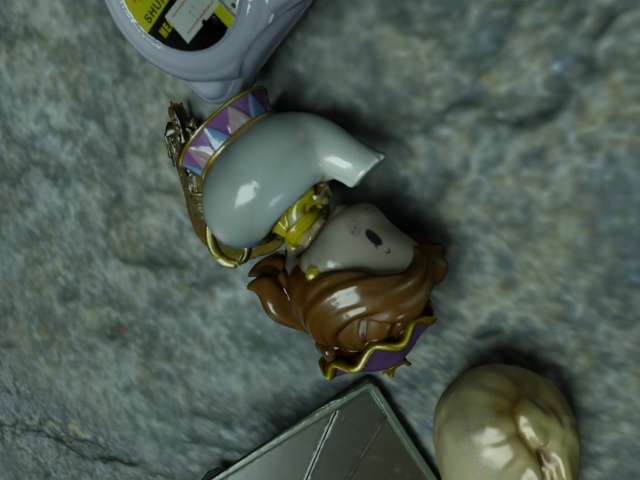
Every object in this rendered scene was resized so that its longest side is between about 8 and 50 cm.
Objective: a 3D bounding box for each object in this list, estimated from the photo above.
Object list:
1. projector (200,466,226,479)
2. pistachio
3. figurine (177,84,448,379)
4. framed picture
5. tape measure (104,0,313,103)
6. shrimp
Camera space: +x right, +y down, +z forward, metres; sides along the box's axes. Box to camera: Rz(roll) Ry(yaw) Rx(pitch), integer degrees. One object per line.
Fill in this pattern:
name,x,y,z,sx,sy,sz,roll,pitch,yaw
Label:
projector,-0.060,0.424,0.842,0.191,0.099,0.257,-1,114,29
pistachio,0.164,0.198,0.593,0.145,0.117,0.201,-133,30,-52
figurine,0.000,0.000,0.562,0.263,0.142,0.189,49,124,2
framed picture,-0.004,0.288,0.701,0.259,0.023,0.189,-34,96,3
tape measure,-0.085,-0.224,0.528,0.178,0.105,0.196,48,129,-9
shrimp,-0.091,-0.056,0.655,0.124,0.034,0.178,0,115,27
